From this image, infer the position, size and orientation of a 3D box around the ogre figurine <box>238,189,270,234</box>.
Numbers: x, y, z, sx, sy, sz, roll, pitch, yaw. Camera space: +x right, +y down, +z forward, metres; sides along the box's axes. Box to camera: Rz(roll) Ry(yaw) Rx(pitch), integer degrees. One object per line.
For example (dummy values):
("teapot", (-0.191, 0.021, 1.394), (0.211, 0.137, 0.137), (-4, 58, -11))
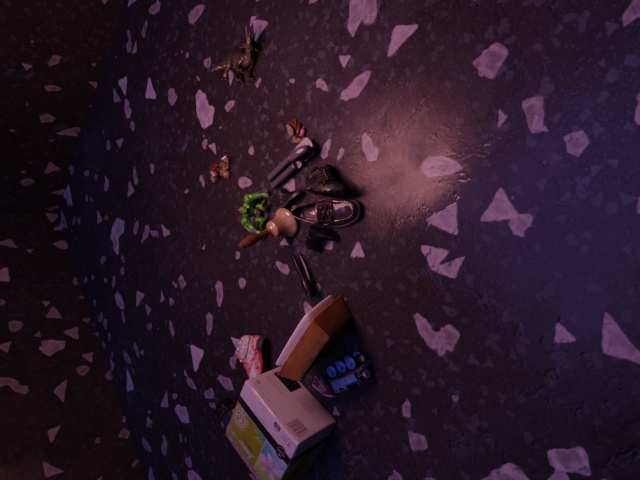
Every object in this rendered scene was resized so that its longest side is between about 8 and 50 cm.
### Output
("ogre figurine", (-0.281, -0.119, 1.754), (0.118, 0.097, 0.197), (13, 118, 22))

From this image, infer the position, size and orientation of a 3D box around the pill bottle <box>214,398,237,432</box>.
("pill bottle", (-0.393, 0.844, 1.911), (0.219, 0.122, 0.123), (32, 114, 35))

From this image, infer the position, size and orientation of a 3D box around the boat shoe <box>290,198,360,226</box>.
("boat shoe", (0.012, -0.099, 1.488), (0.285, 0.092, 0.103), (2, 94, 41))

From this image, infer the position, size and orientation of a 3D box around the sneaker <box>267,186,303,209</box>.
("sneaker", (-0.142, -0.181, 1.647), (0.170, 0.051, 0.089), (-37, 74, 41))

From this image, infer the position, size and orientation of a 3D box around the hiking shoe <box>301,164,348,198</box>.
("hiking shoe", (0.020, -0.218, 1.462), (0.226, 0.086, 0.114), (18, 88, 49))

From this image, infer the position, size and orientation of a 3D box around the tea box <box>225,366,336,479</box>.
("tea box", (-0.168, 0.747, 1.637), (0.329, 0.219, 0.324), (37, 117, 33))

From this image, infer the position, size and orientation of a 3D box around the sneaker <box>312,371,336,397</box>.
("sneaker", (0.014, 0.549, 1.576), (0.118, 0.042, 0.067), (16, 107, 42))

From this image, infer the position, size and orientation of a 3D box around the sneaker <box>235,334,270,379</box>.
("sneaker", (-0.301, 0.551, 1.812), (0.144, 0.090, 0.270), (2, 90, 29))

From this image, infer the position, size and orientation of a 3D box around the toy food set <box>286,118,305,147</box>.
("toy food set", (-0.089, -0.423, 1.602), (0.078, 0.019, 0.122), (-40, 60, 36))

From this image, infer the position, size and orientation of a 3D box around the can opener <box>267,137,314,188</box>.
("can opener", (-0.123, -0.299, 1.600), (0.280, 0.093, 0.074), (-36, 71, 43))

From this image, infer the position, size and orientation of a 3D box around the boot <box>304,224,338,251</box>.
("boot", (0.000, 0.000, 1.535), (0.121, 0.045, 0.099), (18, 130, 7))

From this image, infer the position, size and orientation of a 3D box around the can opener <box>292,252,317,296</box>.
("can opener", (-0.060, 0.133, 1.602), (0.073, 0.059, 0.186), (114, 141, -57))

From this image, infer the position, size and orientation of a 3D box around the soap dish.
("soap dish", (-0.020, 0.353, 1.480), (0.118, 0.229, 0.291), (38, 118, 14))

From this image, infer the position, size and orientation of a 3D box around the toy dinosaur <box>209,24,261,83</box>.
("toy dinosaur", (-0.352, -0.769, 1.763), (0.313, 0.120, 0.161), (1, 82, 46))

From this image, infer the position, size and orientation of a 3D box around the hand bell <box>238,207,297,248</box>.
("hand bell", (-0.216, -0.025, 1.581), (0.126, 0.242, 0.126), (24, 130, 34))

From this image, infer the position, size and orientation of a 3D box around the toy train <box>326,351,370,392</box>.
("toy train", (0.103, 0.470, 1.471), (0.184, 0.080, 0.105), (-36, 79, 35))

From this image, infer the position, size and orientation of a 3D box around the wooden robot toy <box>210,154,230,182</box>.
("wooden robot toy", (-0.457, -0.314, 1.908), (0.173, 0.076, 0.079), (-41, 78, 37))
